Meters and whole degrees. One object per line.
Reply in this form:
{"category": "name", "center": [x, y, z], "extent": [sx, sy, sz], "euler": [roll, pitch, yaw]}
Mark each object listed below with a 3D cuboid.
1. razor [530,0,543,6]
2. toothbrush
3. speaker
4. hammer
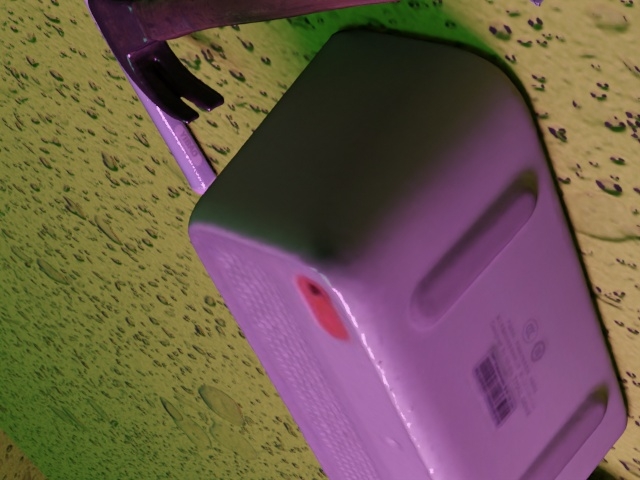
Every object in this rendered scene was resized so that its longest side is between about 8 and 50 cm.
{"category": "razor", "center": [0.110, -0.195, 0.625], "extent": [0.084, 0.036, 0.211], "euler": [37, 156, 4]}
{"category": "toothbrush", "center": [-0.165, -0.167, 1.086], "extent": [0.030, 0.025, 0.342], "euler": [16, 145, 39]}
{"category": "speaker", "center": [0.074, 0.066, 0.932], "extent": [0.183, 0.184, 0.406], "euler": [20, 148, 41]}
{"category": "hammer", "center": [-0.042, -0.162, 0.834], "extent": [0.440, 0.044, 0.168], "euler": [3, 126, 58]}
